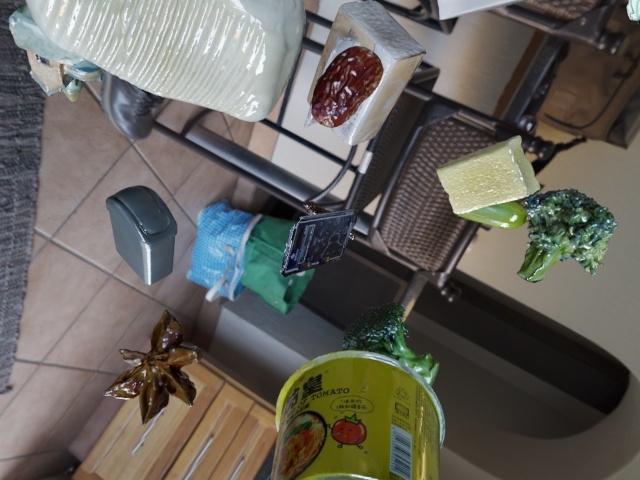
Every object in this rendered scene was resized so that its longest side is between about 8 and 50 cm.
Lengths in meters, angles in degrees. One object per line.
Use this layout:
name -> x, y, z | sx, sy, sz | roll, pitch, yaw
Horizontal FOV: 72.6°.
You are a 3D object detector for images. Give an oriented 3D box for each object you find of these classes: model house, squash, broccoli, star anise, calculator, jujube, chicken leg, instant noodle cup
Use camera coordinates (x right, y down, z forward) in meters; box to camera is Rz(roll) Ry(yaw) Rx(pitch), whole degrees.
model house -> -0.655, -0.494, 1.202 | 0.325, 0.193, 0.267 | 126, -18, -51
squash -> 0.468, -0.083, 1.181 | 0.095, 0.188, 0.095 | -17, 118, -36
broccoli -> 0.369, 0.000, 0.678 | 0.160, 0.154, 0.167 | -57, -154, 4
broccoli -> 0.207, 0.329, 1.308 | 0.298, 0.297, 0.298 | -51, 152, -42
star anise -> -0.307, 0.249, 0.854 | 0.111, 0.196, 0.213 | 56, 49, -38
calculator -> 0.000, 0.000, 1.156 | 0.274, 0.028, 0.166 | -13, 127, -52
jujube -> 0.035, -0.217, 0.621 | 0.129, 0.077, 0.077 | -56, 167, -12
chicken leg -> 0.027, -0.064, 1.327 | 0.205, 0.093, 0.053 | 26, 93, -43
instant noodle cup -> 0.057, 0.387, 0.716 | 0.254, 0.325, 0.326 | -69, -176, -70

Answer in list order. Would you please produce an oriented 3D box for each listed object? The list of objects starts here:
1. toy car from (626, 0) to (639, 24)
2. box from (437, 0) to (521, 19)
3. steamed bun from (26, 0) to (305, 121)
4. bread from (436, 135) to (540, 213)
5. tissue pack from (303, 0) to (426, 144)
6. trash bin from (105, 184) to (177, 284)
toy car -> 0.453, -0.302, 0.550 | 0.035, 0.121, 0.059 | -63, 158, -58
box -> 0.310, -0.383, 0.569 | 0.260, 0.194, 0.111 | -22, 113, -23
steamed bun -> -0.202, -0.364, 0.623 | 0.247, 0.383, 0.236 | 125, -18, -57
bread -> 0.365, -0.137, 0.959 | 0.068, 0.126, 0.188 | -31, -171, -40
tissue pack -> 0.079, -0.417, 1.138 | 0.239, 0.238, 0.306 | -52, 177, -34
trash bin -> -0.441, -0.019, 1.082 | 0.101, 0.176, 0.236 | -36, 160, -38
